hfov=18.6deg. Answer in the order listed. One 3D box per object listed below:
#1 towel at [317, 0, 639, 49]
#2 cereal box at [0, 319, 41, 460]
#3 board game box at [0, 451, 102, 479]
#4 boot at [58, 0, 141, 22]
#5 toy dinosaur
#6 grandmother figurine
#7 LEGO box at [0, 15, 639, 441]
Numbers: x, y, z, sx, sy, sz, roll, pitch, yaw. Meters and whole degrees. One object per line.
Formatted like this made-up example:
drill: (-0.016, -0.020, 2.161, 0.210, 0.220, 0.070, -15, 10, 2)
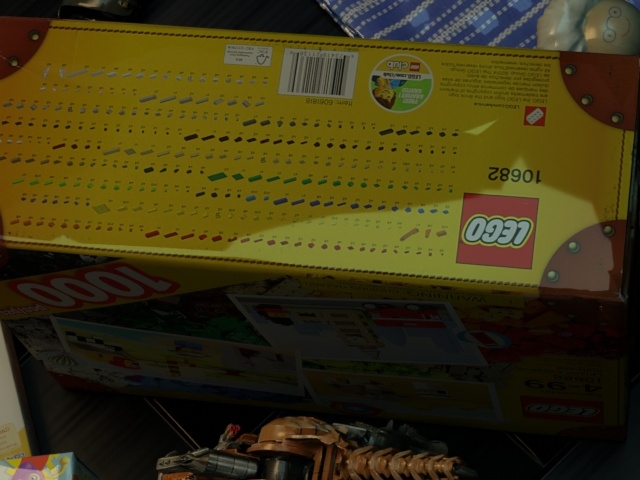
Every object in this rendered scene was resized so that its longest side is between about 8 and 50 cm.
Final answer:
towel: (0.148, -0.229, 1.793, 0.243, 0.040, 0.336, -38, 68, -8)
cereal box: (-0.353, 0.124, 1.723, 0.173, 0.047, 0.240, -19, 67, 1)
board game box: (-0.304, 0.270, 1.552, 0.275, 0.144, 0.142, -8, 63, 12)
boot: (-0.147, -0.263, 1.840, 0.197, 0.077, 0.137, 3, 73, 24)
toy dinosaur: (-0.003, 0.206, 1.539, 0.322, 0.218, 0.164, 18, 86, 58)
grandmother figurine: (0.355, -0.155, 1.678, 0.342, 0.104, 0.208, 12, 62, 2)
LEGO box: (0.000, 0.000, 1.545, 0.500, 0.372, 0.193, 5, 70, 11)
